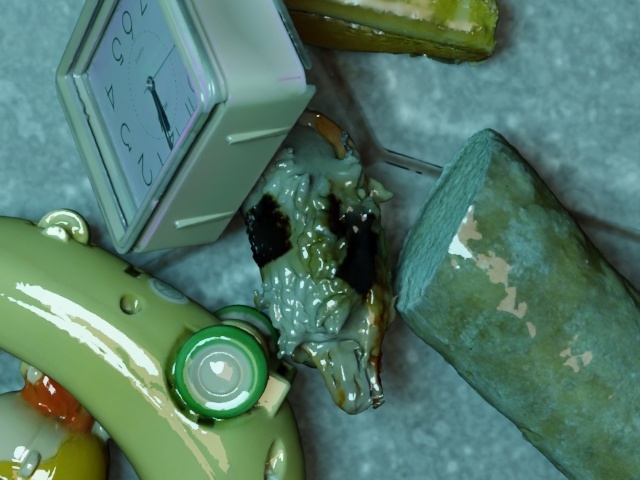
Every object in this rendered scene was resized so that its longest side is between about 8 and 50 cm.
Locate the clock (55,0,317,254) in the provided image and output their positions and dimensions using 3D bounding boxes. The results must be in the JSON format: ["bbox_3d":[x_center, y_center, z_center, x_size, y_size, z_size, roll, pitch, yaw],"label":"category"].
[{"bbox_3d":[-0.088,-0.095,0.958,0.071,0.192,0.147,-11,67,-30],"label":"clock"}]

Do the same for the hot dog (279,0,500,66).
[{"bbox_3d":[-0.022,-0.173,1.030,0.288,0.083,0.068,14,76,-2],"label":"hot dog"}]

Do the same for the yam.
[{"bbox_3d":[0.173,0.088,1.032,0.133,0.133,0.330,-42,97,3],"label":"yam"}]

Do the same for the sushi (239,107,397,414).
[{"bbox_3d":[0.000,-0.001,1.007,0.097,0.103,0.226,-23,78,16],"label":"sushi"}]

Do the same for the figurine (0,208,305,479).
[{"bbox_3d":[-0.156,0.111,1.034,0.324,0.124,0.222,31,98,0],"label":"figurine"}]
